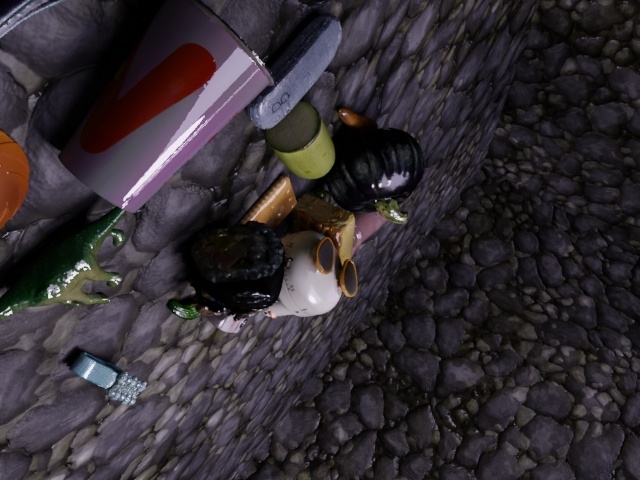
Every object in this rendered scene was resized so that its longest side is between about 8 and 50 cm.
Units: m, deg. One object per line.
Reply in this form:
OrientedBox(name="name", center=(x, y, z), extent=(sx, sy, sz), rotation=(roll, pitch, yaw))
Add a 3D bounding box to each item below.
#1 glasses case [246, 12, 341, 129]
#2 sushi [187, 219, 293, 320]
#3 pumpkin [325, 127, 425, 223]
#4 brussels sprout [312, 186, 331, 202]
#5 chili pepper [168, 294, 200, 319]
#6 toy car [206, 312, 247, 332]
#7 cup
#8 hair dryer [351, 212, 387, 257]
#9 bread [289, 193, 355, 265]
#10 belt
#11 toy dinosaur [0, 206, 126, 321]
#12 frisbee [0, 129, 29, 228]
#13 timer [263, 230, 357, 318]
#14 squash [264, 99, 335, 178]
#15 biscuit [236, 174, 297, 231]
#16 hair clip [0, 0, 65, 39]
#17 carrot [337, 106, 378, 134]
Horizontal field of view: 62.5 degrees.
OrientedBox(name="glasses case", center=(-0.051, -0.350, 1.091), extent=(0.282, 0.067, 0.109), rotation=(-51, 162, -11))
OrientedBox(name="sushi", center=(-0.191, 0.089, 1.222), extent=(0.218, 0.239, 0.224), rotation=(115, -15, -44))
OrientedBox(name="pumpkin", center=(0.162, -0.169, 1.540), extent=(0.296, 0.296, 0.295), rotation=(-47, 158, -25))
OrientedBox(name="brussels sprout", center=(0.005, -0.135, 1.592), extent=(0.050, 0.046, 0.083), rotation=(-58, 161, -14))
OrientedBox(name="chili pepper", center=(-0.303, 0.150, 1.320), extent=(0.182, 0.050, 0.073), rotation=(-31, 156, -45))
OrientedBox(name="toy car", center=(-0.222, 0.154, 1.457), extent=(0.209, 0.089, 0.108), rotation=(-54, 155, 3))
OrientedBox(name="cup", center=(-0.233, -0.192, 0.771), extent=(0.288, 0.203, 0.203), rotation=(-50, 160, 1))
OrientedBox(name="hair dryer", center=(0.122, -0.001, 1.996), extent=(0.210, 0.125, 0.352), rotation=(-39, 161, -38))
OrientedBox(name="bread", center=(0.000, 0.000, 1.592), extent=(0.114, 0.185, 0.274), rotation=(-55, 162, -32))
OrientedBox(name="belt", center=(-0.455, 0.287, 1.111), extent=(0.065, 0.100, 0.179), rotation=(-55, 158, -16))
OrientedBox(name="toy dinosaur", center=(-0.441, 0.041, 0.798), extent=(0.446, 0.087, 0.301), rotation=(-59, 154, 2))
OrientedBox(name="frisbee", center=(-0.454, -0.058, 0.661), extent=(0.192, 0.035, 0.192), rotation=(-46, 158, -24))
OrientedBox(name="timer", center=(-0.051, 0.095, 1.423), extent=(0.234, 0.240, 0.233), rotation=(28, 56, -51))
OrientedBox(name="squash", center=(-0.031, -0.219, 1.250), extent=(0.132, 0.133, 0.247), rotation=(-55, 160, -3))
OrientedBox(name="biscuit", center=(-0.152, -0.047, 1.384), extent=(0.249, 0.030, 0.160), rotation=(-50, 160, -15))
OrientedBox(name="hair clip", center=(-0.361, -0.239, 0.595), extent=(0.275, 0.048, 0.083), rotation=(-47, 161, -10))
OrientedBox(name="carrot", center=(0.098, -0.338, 1.487), extent=(0.061, 0.061, 0.210), rotation=(-61, 155, 12))
